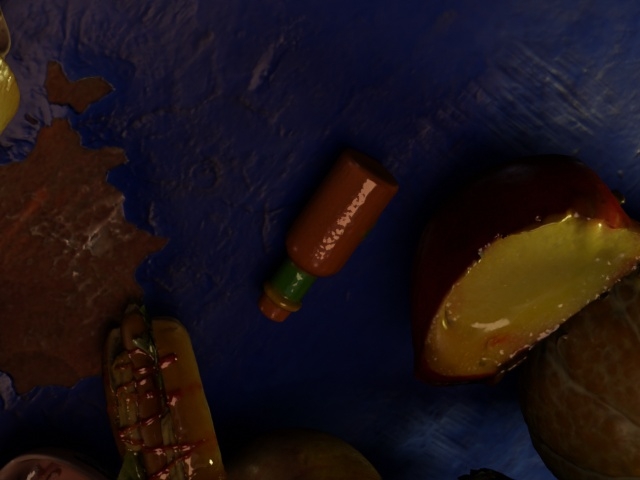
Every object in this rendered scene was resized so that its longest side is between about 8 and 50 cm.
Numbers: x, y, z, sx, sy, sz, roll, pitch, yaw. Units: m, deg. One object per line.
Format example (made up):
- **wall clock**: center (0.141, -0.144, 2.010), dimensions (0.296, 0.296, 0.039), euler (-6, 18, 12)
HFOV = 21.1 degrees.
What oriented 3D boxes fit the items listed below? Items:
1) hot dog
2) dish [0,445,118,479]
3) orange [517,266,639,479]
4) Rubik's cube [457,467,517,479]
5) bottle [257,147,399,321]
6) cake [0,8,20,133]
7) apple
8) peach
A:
- **hot dog**: center (-0.157, 0.184, 1.677), dimensions (0.104, 0.076, 0.250), euler (-12, 92, 20)
- **dish**: center (-0.258, 0.300, 1.746), dimensions (0.213, 0.090, 0.213), euler (5, 108, 17)
- **orange**: center (0.366, 0.146, 1.767), dimensions (0.329, 0.249, 0.329), euler (-8, 119, -15)
- **Rubik's cube**: center (0.221, 0.459, 1.705), dimensions (0.362, 0.363, 0.359), euler (11, 97, -64)
- **bottle**: center (0.000, 0.000, 1.682), dimensions (0.069, 0.069, 0.187), euler (27, 111, -28)
- **cake**: center (-0.338, -0.148, 1.449), dimensions (0.185, 0.178, 0.208), euler (13, 143, 21)
- **apple**: center (-0.028, 0.296, 1.758), dimensions (0.211, 0.211, 0.188), euler (-46, 143, 12)
- **peach**: center (0.173, 0.018, 1.692), dimensions (0.267, 0.154, 0.159), euler (-42, 120, 18)
